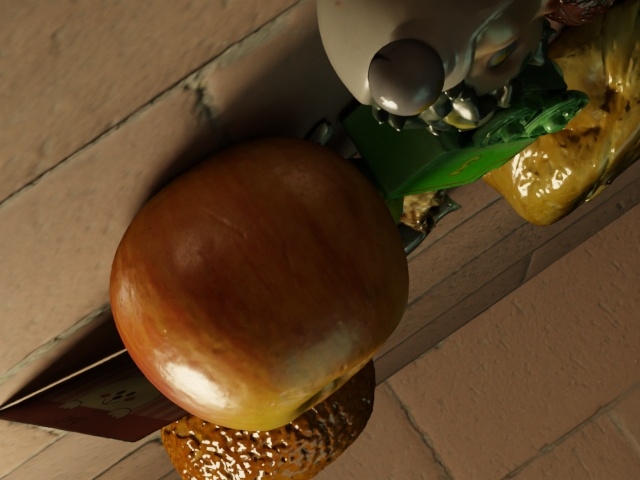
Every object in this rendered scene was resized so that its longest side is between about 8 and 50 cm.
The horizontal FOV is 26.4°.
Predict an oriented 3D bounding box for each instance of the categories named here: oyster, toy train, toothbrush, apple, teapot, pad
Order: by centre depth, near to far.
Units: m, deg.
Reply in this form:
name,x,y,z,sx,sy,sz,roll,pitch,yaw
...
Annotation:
name,x,y,z,sx,sy,sz,roll,pitch,yaw
apple,-0.052,0.043,1.270,0.286,0.233,0.286,-35,167,-9
toy train,0.151,-0.135,1.390,0.188,0.132,0.243,-38,165,35
toothbrush,-0.044,-0.044,1.438,0.022,0.026,0.263,-32,169,-40
pad,-0.203,0.161,1.477,0.202,0.005,0.300,-25,-165,-37
oyster,0.109,-0.074,1.614,0.223,0.083,0.214,-16,155,-39
teapot,0.152,-0.026,1.974,0.111,0.043,0.043,-39,167,4

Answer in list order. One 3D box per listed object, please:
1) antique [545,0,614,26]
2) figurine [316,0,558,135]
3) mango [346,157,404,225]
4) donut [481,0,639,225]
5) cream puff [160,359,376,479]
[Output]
name,x,y,z,sx,sy,sz,roll,pitch,yaw
antique,0.231,-0.246,1.245,0.104,0.104,0.104,-33,167,-9
figurine,0.100,-0.207,0.890,0.261,0.186,0.382,-42,165,-22
mango,0.014,-0.028,1.454,0.178,0.100,0.119,-17,-147,51
donut,0.348,-0.169,1.681,0.360,0.170,0.360,-38,171,-7
cream puff,-0.078,0.188,1.746,0.303,0.212,0.303,-28,-160,11
